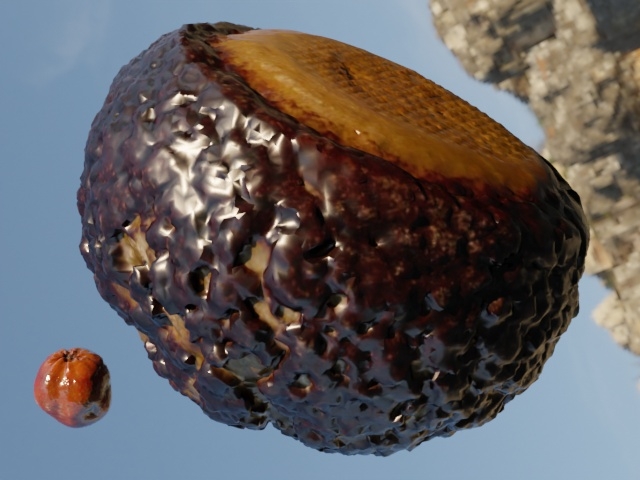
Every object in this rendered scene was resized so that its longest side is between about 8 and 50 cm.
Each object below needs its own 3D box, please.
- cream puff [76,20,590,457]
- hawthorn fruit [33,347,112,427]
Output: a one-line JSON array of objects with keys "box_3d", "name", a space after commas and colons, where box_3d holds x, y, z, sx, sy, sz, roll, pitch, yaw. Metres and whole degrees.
[{"box_3d": [0.000, 0.000, 0.521, 0.239, 0.164, 0.239, 22, -161, -8], "name": "cream puff"}, {"box_3d": [-0.268, 0.163, 1.225, 0.093, 0.093, 0.093, 42, -146, -38], "name": "hawthorn fruit"}]
